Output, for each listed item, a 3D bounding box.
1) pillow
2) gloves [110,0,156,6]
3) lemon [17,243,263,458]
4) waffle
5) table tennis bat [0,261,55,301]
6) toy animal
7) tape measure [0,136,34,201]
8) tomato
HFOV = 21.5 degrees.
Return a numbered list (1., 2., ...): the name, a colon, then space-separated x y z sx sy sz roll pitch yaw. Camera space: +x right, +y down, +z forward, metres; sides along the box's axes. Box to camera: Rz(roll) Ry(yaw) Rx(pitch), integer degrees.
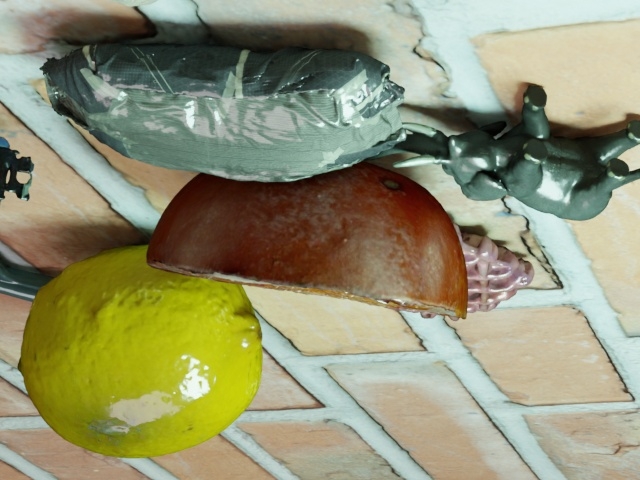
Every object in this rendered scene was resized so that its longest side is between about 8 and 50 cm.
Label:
1. pillow: -0.089 -0.125 1.537 0.335 0.092 0.161 4 148 5
2. gloves: -0.166 -0.215 1.425 0.081 0.037 0.044 -8 -170 15
3. lemon: -0.203 0.126 1.940 0.284 0.260 0.260 -34 142 17
4. waffle: 0.118 0.035 1.905 0.234 0.055 0.221 23 151 -37
5. table tennis bat: -0.417 0.040 2.055 0.237 0.038 0.149 14 154 -10
6. toy animal: 0.183 -0.082 1.590 0.269 0.082 0.137 10 155 -12
7. tape measure: -0.453 -0.049 1.792 0.215 0.098 0.351 13 161 -22
8. tomato: 0.000 -0.012 1.686 0.338 0.143 0.338 11 177 1
